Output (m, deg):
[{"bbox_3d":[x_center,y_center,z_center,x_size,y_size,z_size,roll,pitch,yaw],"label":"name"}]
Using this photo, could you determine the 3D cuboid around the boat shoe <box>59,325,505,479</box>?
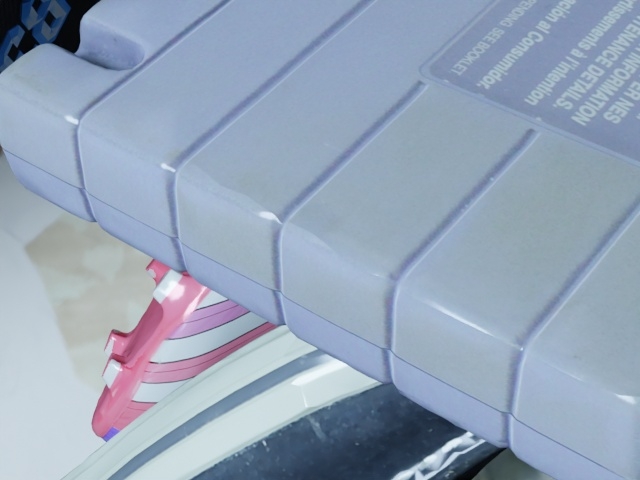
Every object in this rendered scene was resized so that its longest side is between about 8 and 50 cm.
[{"bbox_3d":[-0.040,0.150,0.564,0.500,0.187,0.156,-36,77,20],"label":"boat shoe"}]

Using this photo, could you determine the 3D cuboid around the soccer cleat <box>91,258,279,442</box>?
[{"bbox_3d":[0.000,0.000,0.598,0.095,0.083,0.248,38,91,-12],"label":"soccer cleat"}]

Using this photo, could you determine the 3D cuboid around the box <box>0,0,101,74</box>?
[{"bbox_3d":[-0.092,-0.186,0.695,0.293,0.073,0.296,35,99,27],"label":"box"}]

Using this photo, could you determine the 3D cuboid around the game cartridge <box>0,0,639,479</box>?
[{"bbox_3d":[0.097,-0.087,0.477,0.230,0.068,0.355,30,54,24],"label":"game cartridge"}]
